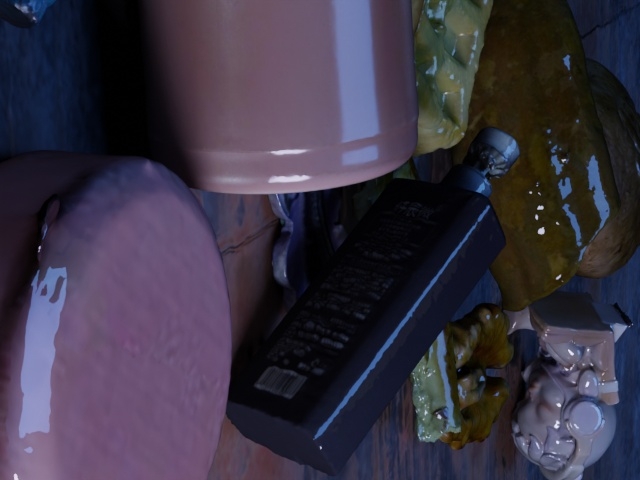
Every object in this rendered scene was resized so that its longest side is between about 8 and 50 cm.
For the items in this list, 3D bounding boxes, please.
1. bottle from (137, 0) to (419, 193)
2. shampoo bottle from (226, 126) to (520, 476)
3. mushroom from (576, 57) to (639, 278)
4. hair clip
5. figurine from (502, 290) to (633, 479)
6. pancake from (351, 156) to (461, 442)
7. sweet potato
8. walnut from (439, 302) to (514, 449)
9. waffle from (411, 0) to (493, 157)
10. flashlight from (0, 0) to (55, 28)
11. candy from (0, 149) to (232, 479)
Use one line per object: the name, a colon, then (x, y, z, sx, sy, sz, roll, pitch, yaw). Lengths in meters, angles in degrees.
bottle: (-0.036, -0.192, 0.967, 0.206, 0.173, 0.297, -117, -159, -72)
shampoo bottle: (0.055, 0.030, 1.167, 0.309, 0.098, 0.071, -52, 131, -24)
mushroom: (0.315, -0.087, 1.811, 0.278, 0.146, 0.278, -2, 90, -71)
hair clip: (0.002, 0.000, 1.220, 0.124, 0.052, 0.195, -57, 139, -58)
figurine: (0.274, 0.177, 1.794, 0.162, 0.141, 0.237, -112, -159, -60)
pancake: (0.073, 0.029, 1.330, 0.197, 0.054, 0.377, -81, 159, -45)
sweet potato: (0.196, -0.121, 1.524, 0.158, 0.157, 0.370, -11, 89, -66)
walnut: (0.139, 0.131, 1.538, 0.170, 0.069, 0.143, 1, 95, -65)
waffle: (0.104, -0.221, 1.385, 0.168, 0.057, 0.274, 37, 63, -62)
flashlight: (-0.144, -0.176, 0.849, 0.129, 0.051, 0.051, -69, 152, -23)
candy: (-0.134, 0.066, 0.851, 0.255, 0.094, 0.255, 5, 90, -67)
